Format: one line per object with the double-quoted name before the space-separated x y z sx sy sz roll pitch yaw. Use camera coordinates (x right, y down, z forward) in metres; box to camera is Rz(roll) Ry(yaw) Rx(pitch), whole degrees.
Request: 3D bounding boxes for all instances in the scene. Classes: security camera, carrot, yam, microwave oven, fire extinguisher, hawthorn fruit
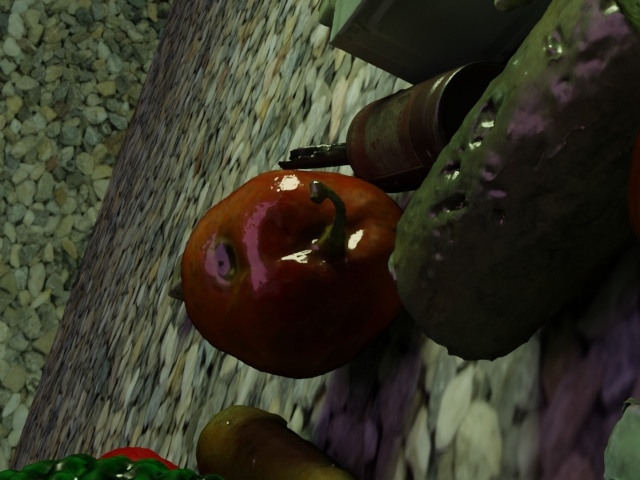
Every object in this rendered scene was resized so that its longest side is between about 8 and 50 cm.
"security camera" 0.019 -0.291 1.188 0.092 0.058 0.058 124 161 -54
"carrot" -0.015 0.171 0.691 0.298 0.078 0.078 4 72 68
"yam" 0.116 -0.034 0.498 0.194 0.107 0.107 -55 21 35
"microwave oven" 0.102 -0.232 0.749 0.162 0.122 0.208 -46 28 47
"fire extinguisher" 0.049 -0.078 0.735 0.252 0.106 0.075 179 107 -70
"hawthorn fruit" 0.000 0.000 0.668 0.285 0.165 0.165 126 161 -66

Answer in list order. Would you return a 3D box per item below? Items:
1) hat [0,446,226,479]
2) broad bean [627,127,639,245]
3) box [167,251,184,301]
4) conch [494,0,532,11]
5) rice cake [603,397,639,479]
"hat" -0.135 0.229 0.690 0.332 0.274 0.242 -74 9 -77
"broad bean" 0.185 -0.029 0.274 0.156 0.122 0.228 -48 13 -32
"box" -0.154 0.038 1.277 0.098 0.045 0.062 -37 35 55
"conch" 0.154 -0.231 0.574 0.114 0.137 0.234 2 75 54
"rice cake" 0.153 0.111 0.328 0.211 0.034 0.043 -123 49 -68
